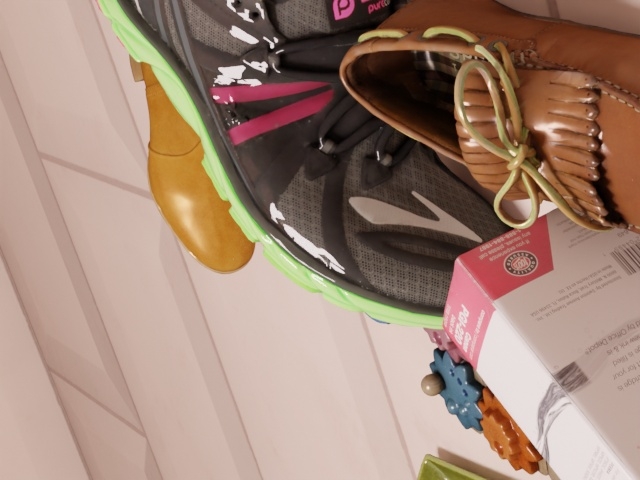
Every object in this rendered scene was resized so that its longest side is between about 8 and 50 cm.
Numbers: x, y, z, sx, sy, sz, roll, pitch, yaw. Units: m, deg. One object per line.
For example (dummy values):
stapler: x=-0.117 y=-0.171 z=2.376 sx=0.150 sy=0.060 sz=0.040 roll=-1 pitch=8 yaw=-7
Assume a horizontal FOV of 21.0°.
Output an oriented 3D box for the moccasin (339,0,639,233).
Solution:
moccasin: x=0.141 y=-0.084 z=1.169 sx=0.380 sy=0.147 sz=0.139 roll=38 pitch=147 yaw=48

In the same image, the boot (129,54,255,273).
boot: x=-0.115 y=-0.107 z=1.795 sx=0.211 sy=0.104 sz=0.295 roll=-9 pitch=101 yaw=68

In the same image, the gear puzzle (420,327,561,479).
gear puzzle: x=0.183 y=0.158 z=1.484 sx=0.339 sy=0.044 sz=0.175 roll=36 pitch=145 yaw=50

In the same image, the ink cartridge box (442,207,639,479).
ink cartridge box: x=0.210 y=0.082 z=1.181 sx=0.218 sy=0.159 sz=0.092 roll=52 pitch=154 yaw=29

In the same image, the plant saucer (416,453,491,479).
plant saucer: x=0.138 y=0.318 z=1.667 sx=0.188 sy=0.045 sz=0.188 roll=13 pitch=87 yaw=64

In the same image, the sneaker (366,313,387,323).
sneaker: x=0.000 y=0.000 z=1.683 sx=0.209 sy=0.082 sz=0.069 roll=59 pitch=156 yaw=9

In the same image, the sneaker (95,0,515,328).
sneaker: x=-0.002 y=-0.128 z=1.390 sx=0.483 sy=0.185 sz=0.202 roll=49 pitch=135 yaw=3
